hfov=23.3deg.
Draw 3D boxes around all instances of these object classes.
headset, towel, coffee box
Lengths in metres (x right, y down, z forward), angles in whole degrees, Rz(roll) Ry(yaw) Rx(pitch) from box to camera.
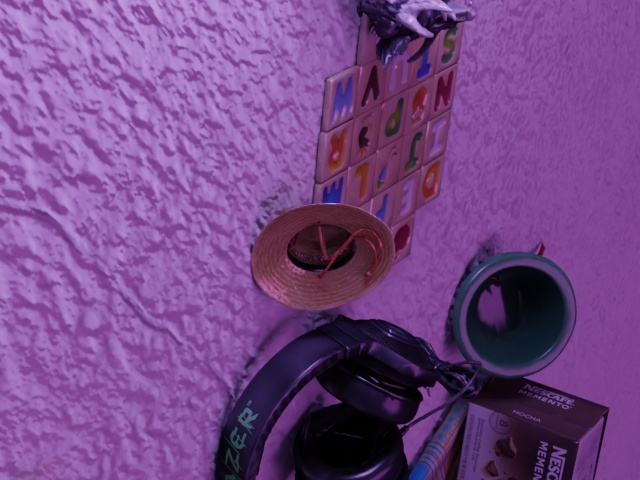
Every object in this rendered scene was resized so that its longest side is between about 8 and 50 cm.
[{"bbox_3d":[0.031,0.184,1.732,0.394,0.185,0.243,-10,122,-43],"label":"headset"},{"bbox_3d":[0.188,0.350,2.208,0.370,0.040,0.271,-54,151,-29],"label":"towel"},{"bbox_3d":[0.283,0.355,2.167,0.119,0.168,0.297,-30,133,-54],"label":"coffee box"}]

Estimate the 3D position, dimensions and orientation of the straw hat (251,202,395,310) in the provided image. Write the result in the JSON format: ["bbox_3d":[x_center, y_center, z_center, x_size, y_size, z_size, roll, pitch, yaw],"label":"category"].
[{"bbox_3d":[0.000,0.000,1.557,0.061,0.144,0.144,-99,-174,-52],"label":"straw hat"}]

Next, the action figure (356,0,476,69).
[{"bbox_3d":[0.099,-0.266,1.483,0.164,0.141,0.275,-60,148,-21],"label":"action figure"}]

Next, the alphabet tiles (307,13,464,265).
[{"bbox_3d":[0.074,-0.106,1.694,0.285,0.011,0.342,-32,136,-51],"label":"alphabet tiles"}]

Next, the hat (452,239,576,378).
[{"bbox_3d":[0.242,0.086,2.138,0.208,0.183,0.173,7,97,-21],"label":"hat"}]
